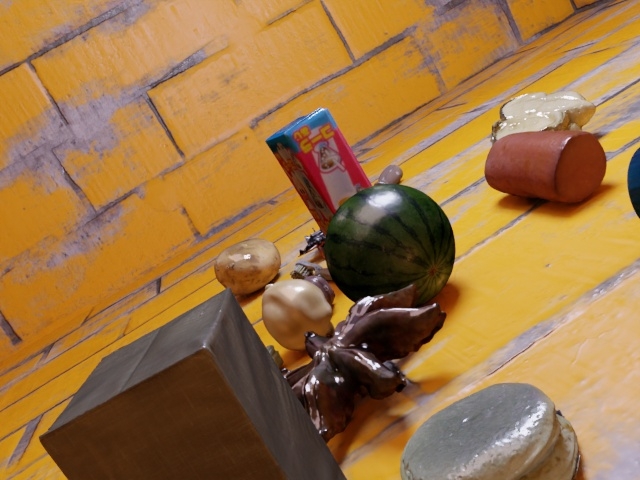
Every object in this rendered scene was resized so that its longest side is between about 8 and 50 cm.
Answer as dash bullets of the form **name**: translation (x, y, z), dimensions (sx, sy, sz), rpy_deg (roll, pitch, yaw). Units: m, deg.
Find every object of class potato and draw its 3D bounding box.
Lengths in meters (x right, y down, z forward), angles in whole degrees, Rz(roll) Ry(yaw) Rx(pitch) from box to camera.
- **potato**: translation (-0.172, 0.063, 1.573), dimensions (0.161, 0.128, 0.234), rpy_deg (-17, 4, -14)

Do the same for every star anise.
- **star anise**: translation (0.029, 0.148, 0.792), dimensions (0.288, 0.088, 0.288), rpy_deg (-38, 16, 13)

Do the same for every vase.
- **vase**: translation (0.181, -0.162, 1.792), dimensions (0.053, 0.053, 0.101), rpy_deg (-20, 20, 40)

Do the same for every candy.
- **candy**: translation (0.028, -0.087, 1.241), dimensions (0.100, 0.306, 0.157), rpy_deg (-35, 13, -13)

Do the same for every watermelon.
- **watermelon**: translation (0.092, 0.008, 0.961), dimensions (0.188, 0.188, 0.214), rpy_deg (-35, 33, -21)

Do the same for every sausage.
- **sausage**: translation (0.353, -0.124, 1.087), dimensions (0.113, 0.114, 0.259), rpy_deg (-31, 13, -5)

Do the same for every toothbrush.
- **toothbrush**: translation (0.023, 0.067, 1.280), dimensions (0.042, 0.035, 0.413), rpy_deg (-55, 18, -13)

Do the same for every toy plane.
- **toy plane**: translation (-0.002, -0.003, 1.552), dimensions (0.130, 0.061, 0.189), rpy_deg (-31, 12, -2)

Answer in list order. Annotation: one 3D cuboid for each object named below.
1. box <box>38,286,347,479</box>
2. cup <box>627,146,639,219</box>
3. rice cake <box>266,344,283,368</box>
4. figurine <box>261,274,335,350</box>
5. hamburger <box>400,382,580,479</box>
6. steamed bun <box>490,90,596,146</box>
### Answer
- **box**: translation (-0.090, 0.190, 0.563), dimensions (0.155, 0.231, 0.149), rpy_deg (-30, 12, 6)
- **cup**: translation (0.432, -0.069, 0.687), dimensions (0.176, 0.131, 0.155), rpy_deg (-3, -6, -28)
- **rice cake**: translation (-0.150, 0.235, 0.986), dimensions (0.124, 0.038, 0.211), rpy_deg (-17, 18, 48)
- **figurine**: translation (-0.028, 0.104, 1.083), dimensions (0.108, 0.114, 0.196), rpy_deg (-28, 5, 14)
- **hamburger**: translation (0.133, 0.170, 0.526), dimensions (0.140, 0.062, 0.133), rpy_deg (-31, 8, 5)
- **steamed bun**: translation (0.427, -0.203, 1.261), dimensions (0.192, 0.106, 0.178), rpy_deg (-11, 33, 24)
